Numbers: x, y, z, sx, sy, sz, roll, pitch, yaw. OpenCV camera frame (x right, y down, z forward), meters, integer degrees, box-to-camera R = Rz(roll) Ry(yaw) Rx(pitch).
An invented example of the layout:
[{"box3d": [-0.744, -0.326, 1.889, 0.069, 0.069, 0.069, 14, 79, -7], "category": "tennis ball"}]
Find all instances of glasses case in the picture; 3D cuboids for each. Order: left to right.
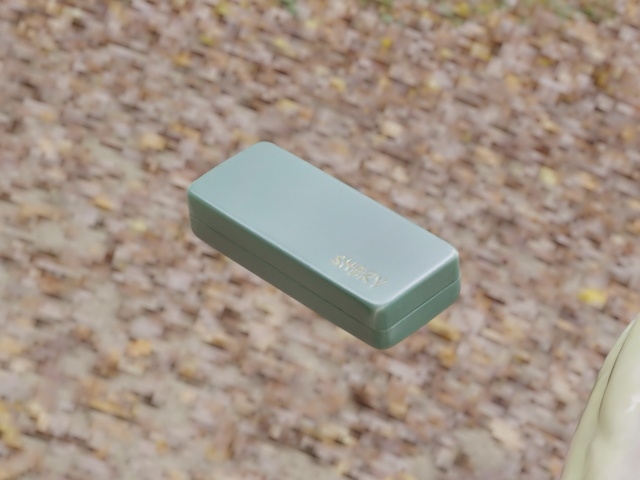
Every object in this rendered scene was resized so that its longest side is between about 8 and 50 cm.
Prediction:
[{"box3d": [0.000, 0.000, 1.142, 0.078, 0.039, 0.184, -34, 47, -31], "category": "glasses case"}]

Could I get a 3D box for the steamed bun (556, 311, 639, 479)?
[{"box3d": [0.150, 0.125, 0.360, 0.309, 0.309, 0.309, 18, 23, -8], "category": "steamed bun"}]
